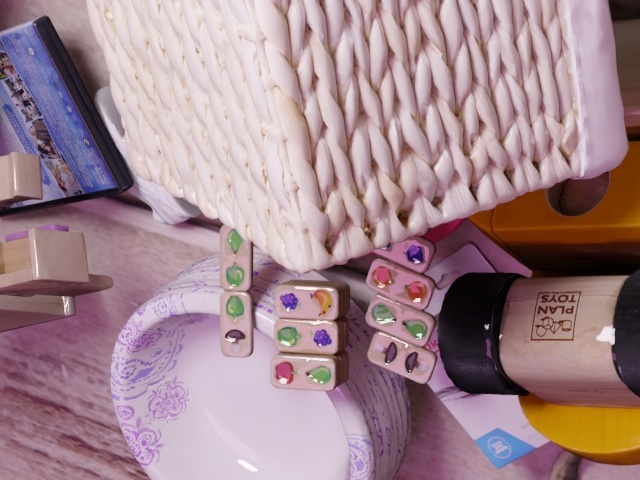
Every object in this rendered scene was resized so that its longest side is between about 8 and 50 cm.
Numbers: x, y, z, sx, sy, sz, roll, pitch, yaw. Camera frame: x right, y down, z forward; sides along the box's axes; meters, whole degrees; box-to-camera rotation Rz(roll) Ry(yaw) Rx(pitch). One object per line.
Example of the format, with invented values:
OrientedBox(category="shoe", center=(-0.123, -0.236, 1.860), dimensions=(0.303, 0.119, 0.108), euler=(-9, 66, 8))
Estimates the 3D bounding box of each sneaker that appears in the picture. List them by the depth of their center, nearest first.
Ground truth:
OrientedBox(category="sneaker", center=(-0.174, -0.077, 1.735), dimensions=(0.061, 0.053, 0.152), euler=(-26, 102, 44))

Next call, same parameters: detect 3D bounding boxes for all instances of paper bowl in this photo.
OrientedBox(category="paper bowl", center=(-0.045, 0.141, 1.716), dimensions=(0.284, 0.148, 0.284), euler=(17, 124, 26))

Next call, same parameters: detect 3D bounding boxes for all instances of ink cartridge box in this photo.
OrientedBox(category="ink cartridge box", center=(0.147, 0.104, 1.622), dimensions=(0.180, 0.060, 0.104), euler=(50, 133, -2))

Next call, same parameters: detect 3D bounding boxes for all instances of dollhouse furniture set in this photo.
OrientedBox(category="dollhouse furniture set", center=(-0.331, -0.077, 1.778), dimensions=(0.286, 0.198, 0.303), euler=(-13, 79, 30))

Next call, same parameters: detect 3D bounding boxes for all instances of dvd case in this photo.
OrientedBox(category="dvd case", center=(-0.295, -0.115, 1.778), dimensions=(0.253, 0.022, 0.180), euler=(-8, 113, 51))

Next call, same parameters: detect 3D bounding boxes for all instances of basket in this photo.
OrientedBox(category="basket", center=(0.003, -0.188, 1.262), dimensions=(0.328, 0.266, 0.331), euler=(29, 137, 58))

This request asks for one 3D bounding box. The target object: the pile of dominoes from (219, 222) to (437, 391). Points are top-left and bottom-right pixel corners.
OrientedBox(category="pile of dominoes", center=(0.000, 0.000, 1.534), dimensions=(0.196, 0.040, 0.251), euler=(2, 98, 19))

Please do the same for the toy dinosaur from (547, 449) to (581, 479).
OrientedBox(category="toy dinosaur", center=(0.196, 0.283, 1.701), dimensions=(0.118, 0.064, 0.268), euler=(6, 121, 15))

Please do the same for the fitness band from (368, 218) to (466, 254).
OrientedBox(category="fitness band", center=(0.015, -0.084, 1.602), dimensions=(0.290, 0.054, 0.209), euler=(-5, 115, 37))

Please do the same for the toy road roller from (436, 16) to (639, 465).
OrientedBox(category="toy road roller", center=(0.244, 0.011, 1.410), dimensions=(0.202, 0.330, 0.240), euler=(-2, 157, 35))
